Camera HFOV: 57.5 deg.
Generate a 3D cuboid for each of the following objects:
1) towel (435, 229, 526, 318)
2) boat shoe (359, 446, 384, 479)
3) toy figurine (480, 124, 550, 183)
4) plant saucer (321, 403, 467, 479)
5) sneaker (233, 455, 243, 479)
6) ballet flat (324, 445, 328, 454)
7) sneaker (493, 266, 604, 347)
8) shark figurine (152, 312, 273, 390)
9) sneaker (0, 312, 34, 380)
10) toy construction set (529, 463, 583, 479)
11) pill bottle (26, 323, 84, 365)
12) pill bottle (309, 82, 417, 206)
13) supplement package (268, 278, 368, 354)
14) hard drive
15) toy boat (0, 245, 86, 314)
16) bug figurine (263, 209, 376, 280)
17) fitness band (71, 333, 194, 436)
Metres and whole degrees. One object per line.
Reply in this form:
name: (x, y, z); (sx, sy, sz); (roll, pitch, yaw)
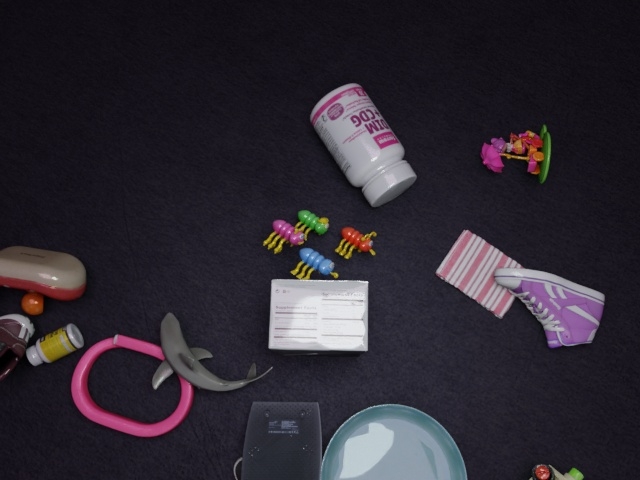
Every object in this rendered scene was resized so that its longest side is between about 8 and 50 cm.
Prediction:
towel: (0.403, 0.082, 1.452); (0.197, 0.029, 0.144); (35, 79, 5)
boat shoe: (0.098, 0.556, 1.312); (0.066, 0.063, 0.184); (9, 70, 3)
toy figurine: (0.493, -0.232, 1.497); (0.159, 0.130, 0.173); (5, 54, 11)
plant saucer: (0.157, 0.521, 1.268); (0.317, 0.044, 0.318); (1, 69, -2)
sneaker: (-0.075, 0.577, 1.264); (0.295, 0.147, 0.105); (39, 81, 10)
ballet flat: (0.036, 0.550, 1.321); (0.057, 0.049, 0.173); (-10, 76, -2)
sneaker: (0.533, 0.165, 1.381); (0.282, 0.102, 0.161); (19, 81, -4)
shark figurine: (-0.264, 0.285, 1.316); (0.278, 0.116, 0.166); (29, 58, -1)
sneaker: (-0.806, 0.272, 1.327); (0.281, 0.106, 0.163); (-20, 38, -5)
toy construction set: (0.513, 0.617, 1.246); (0.327, 0.151, 0.215); (-35, 46, -20)
pill bottle: (-0.632, 0.251, 1.388); (0.116, 0.065, 0.065); (-27, 77, -7)
pill bottle: (0.109, -0.235, 1.462); (0.160, 0.160, 0.283); (-31, 78, -7)
supplement package: (-0.003, 0.180, 1.304); (0.203, 0.262, 0.145); (1, 77, 0)
hard drive: (-0.083, 0.473, 1.278); (0.171, 0.054, 0.255); (0, 40, 0)
toy boat: (-0.683, 0.108, 1.403); (0.230, 0.151, 0.151); (9, 106, 3)
bug figurine: (0.000, 0.000, 1.363); (0.216, 0.279, 0.072); (29, 118, 21)
fitness band: (-0.438, 0.341, 1.372); (0.290, 0.054, 0.209); (16, 77, 5)
